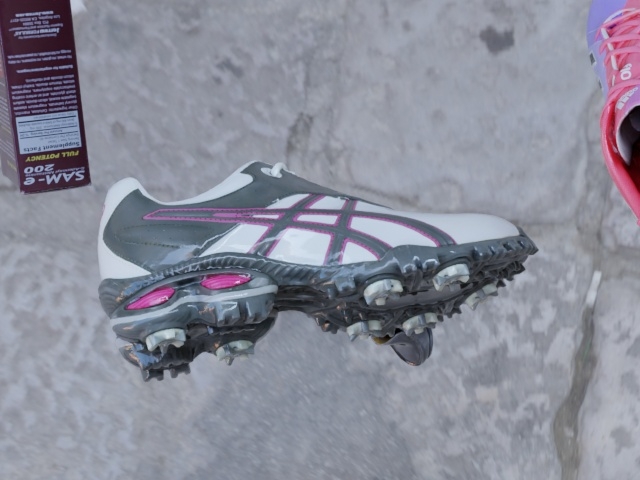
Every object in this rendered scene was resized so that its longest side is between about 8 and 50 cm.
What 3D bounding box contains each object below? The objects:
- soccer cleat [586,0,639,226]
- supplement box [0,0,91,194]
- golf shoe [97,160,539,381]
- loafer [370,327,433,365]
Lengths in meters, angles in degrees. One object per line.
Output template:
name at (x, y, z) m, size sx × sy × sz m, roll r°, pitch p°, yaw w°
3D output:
soccer cleat at (0.188, -0.079, 0.695) m, size 0.083 × 0.095 × 0.248 m, roll -42°, pitch 38°, yaw 32°
supplement box at (-0.279, -0.174, 1.204) m, size 0.073 × 0.130 × 0.239 m, roll -9°, pitch 105°, yaw -20°
golf shoe at (0.000, 0.000, 0.763) m, size 0.272 × 0.105 × 0.120 m, roll -7°, pitch 64°, yaw -17°
loafer at (0.071, 0.087, 1.330) m, size 0.062 × 0.170 × 0.061 m, roll 7°, pitch 54°, yaw 36°
